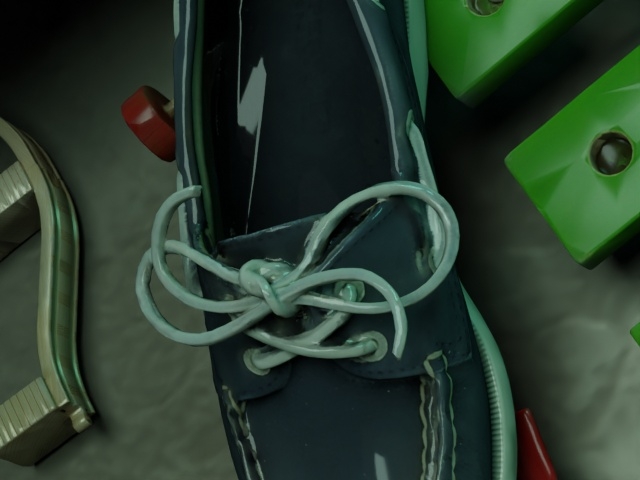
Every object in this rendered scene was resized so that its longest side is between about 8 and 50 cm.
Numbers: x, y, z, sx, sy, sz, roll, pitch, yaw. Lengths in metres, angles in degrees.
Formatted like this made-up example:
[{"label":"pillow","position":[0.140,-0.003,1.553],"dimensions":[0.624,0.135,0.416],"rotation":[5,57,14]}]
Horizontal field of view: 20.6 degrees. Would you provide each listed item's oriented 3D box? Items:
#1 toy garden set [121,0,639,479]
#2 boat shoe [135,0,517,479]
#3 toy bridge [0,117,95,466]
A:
[{"label":"toy garden set","position":[0.063,-0.033,0.561],"dimensions":[0.204,0.049,0.244],"rotation":[-40,65,14]},{"label":"boat shoe","position":[0.000,0.000,0.511],"dimensions":[0.095,0.079,0.254],"rotation":[-8,76,23]},{"label":"toy bridge","position":[-0.124,-0.005,0.656],"dimensions":[0.063,0.026,0.188],"rotation":[-37,61,9]}]
